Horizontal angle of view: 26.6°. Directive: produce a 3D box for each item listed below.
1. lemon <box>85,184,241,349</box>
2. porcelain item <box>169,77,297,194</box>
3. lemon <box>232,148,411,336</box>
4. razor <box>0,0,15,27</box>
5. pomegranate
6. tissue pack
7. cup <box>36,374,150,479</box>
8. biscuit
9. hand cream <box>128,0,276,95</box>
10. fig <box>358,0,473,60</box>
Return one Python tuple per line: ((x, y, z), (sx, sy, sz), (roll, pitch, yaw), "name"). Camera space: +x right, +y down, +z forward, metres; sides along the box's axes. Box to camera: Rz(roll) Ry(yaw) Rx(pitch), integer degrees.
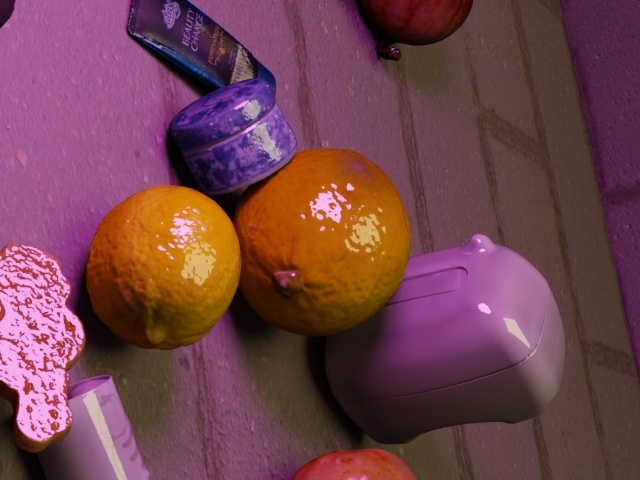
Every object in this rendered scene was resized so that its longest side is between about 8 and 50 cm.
((-0.178, 0.031, 1.532), (0.180, 0.180, 0.193), (44, 61, -44), "lemon")
((-0.116, -0.140, 1.778), (0.114, 0.147, 0.147), (65, 27, -17), "porcelain item")
((-0.001, 0.001, 1.809), (0.267, 0.267, 0.267), (40, 41, -48), "lemon")
((-0.426, -0.361, 1.345), (0.349, 0.113, 0.204), (50, 37, -38), "razor")
((0.044, 0.366, 1.754), (0.207, 0.207, 0.207), (40, 41, -48), "pomegranate")
((0.170, 0.140, 1.955), (0.236, 0.333, 0.229), (58, 31, -29), "tissue pack")
((-0.228, 0.209, 1.398), (0.136, 0.099, 0.133), (-26, 98, -50), "cup")
((-0.304, 0.098, 1.331), (0.144, 0.040, 0.236), (24, 39, -23), "biscuit")
((-0.167, -0.265, 1.871), (0.270, 0.061, 0.120), (34, 50, -41), "hand cream")
((0.162, -0.457, 2.463), (0.235, 0.214, 0.235), (23, 45, -25), "fig")
